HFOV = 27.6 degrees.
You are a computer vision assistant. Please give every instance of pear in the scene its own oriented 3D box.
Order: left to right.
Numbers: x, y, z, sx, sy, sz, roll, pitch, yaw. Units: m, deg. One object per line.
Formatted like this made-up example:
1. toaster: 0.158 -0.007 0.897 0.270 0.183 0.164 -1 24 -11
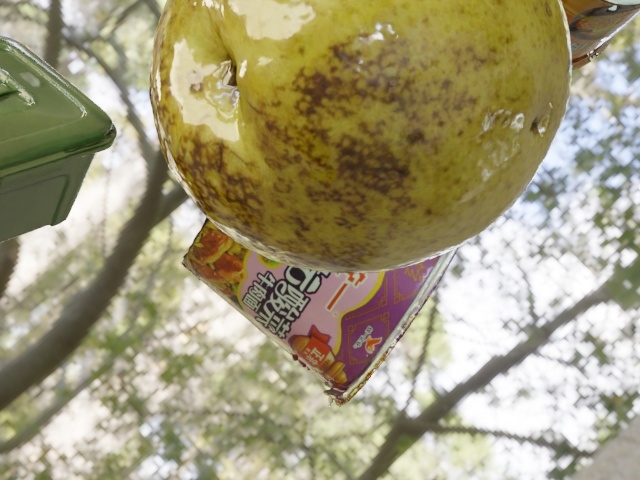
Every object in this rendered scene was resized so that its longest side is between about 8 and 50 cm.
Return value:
1. pear: 0.014 -0.076 0.601 0.197 0.197 0.197 44 -18 18

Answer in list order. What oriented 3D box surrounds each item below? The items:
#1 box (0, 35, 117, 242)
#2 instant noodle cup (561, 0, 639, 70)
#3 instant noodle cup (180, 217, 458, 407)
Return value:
1. box: -0.443 -0.106 1.589 0.253 0.329 0.177 38 -53 22
2. instant noodle cup: 0.281 -0.317 1.444 0.230 0.230 0.182 51 -19 -5
3. instant noodle cup: 0.000 0.000 1.604 0.266 0.340 0.340 32 -17 -4
